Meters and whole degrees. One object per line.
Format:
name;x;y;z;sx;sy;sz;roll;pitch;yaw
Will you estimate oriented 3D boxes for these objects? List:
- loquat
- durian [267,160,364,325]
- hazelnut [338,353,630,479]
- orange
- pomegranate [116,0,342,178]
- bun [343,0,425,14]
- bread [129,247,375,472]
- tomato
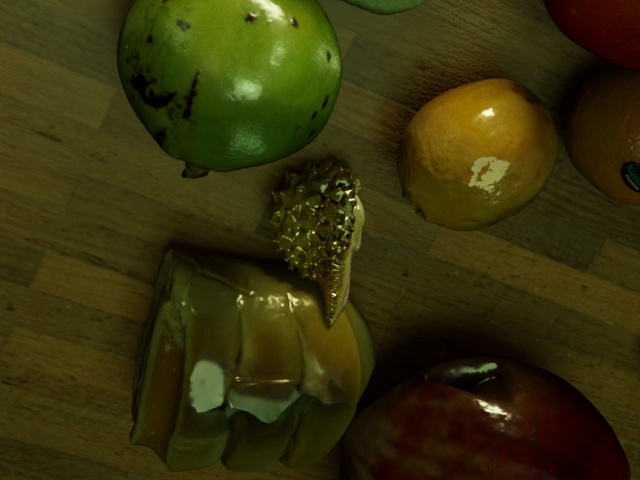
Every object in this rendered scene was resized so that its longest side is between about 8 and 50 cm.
loquat;0.206;-0.116;1.424;0.234;0.176;0.187;-32;78;-4
durian;0.010;-0.003;1.436;0.140;0.078;0.224;-4;78;-25
hazelnut;0.232;0.364;1.597;0.402;0.402;0.429;13;120;-18
orange;0.423;-0.140;1.450;0.206;0.206;0.206;-5;119;-9
pomegranate;-0.102;-0.235;1.261;0.260;0.260;0.340;1;112;-13
bun;0.066;-0.373;1.285;0.212;0.126;0.204;26;135;-16
bread;-0.077;0.185;1.499;0.341;0.210;0.300;11;108;-25
tomato;0.381;-0.338;1.310;0.226;0.298;0.298;-16;131;45
